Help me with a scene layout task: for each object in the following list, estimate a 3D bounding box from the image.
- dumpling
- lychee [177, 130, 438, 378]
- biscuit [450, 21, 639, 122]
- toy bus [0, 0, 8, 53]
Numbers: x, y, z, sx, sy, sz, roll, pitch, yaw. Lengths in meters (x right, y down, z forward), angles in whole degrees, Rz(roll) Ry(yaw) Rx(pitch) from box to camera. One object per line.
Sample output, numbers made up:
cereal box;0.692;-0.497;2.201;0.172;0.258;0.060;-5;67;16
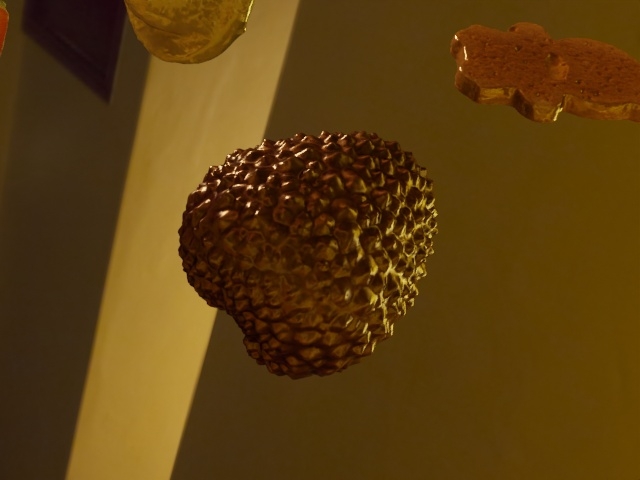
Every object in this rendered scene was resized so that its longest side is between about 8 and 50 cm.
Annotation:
dumpling;-0.115;-0.247;0.880;0.150;0.176;0.092;59;-167;-11
lychee;0.000;0.000;0.973;0.271;0.272;0.271;14;-155;-7
biscuit;0.254;-0.179;1.040;0.225;0.036;0.166;4;-136;-4
toy bus;-0.448;-0.187;1.100;0.119;0.265;0.121;25;-166;10
